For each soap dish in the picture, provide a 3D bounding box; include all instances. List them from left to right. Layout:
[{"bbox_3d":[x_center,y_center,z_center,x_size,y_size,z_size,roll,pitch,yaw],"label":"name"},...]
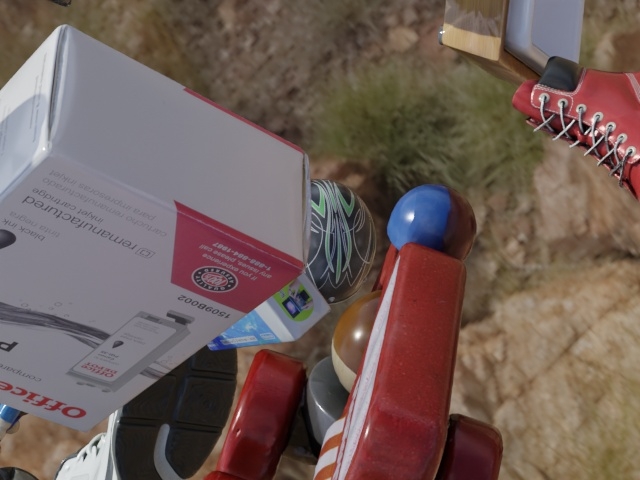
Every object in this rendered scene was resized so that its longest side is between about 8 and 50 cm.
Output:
[{"bbox_3d":[0.240,-0.308,1.690,0.118,0.291,0.229,5,89,21],"label":"soap dish"}]

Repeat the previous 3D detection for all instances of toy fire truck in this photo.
[{"bbox_3d":[0.033,0.107,0.792,0.169,0.254,0.302,20,33,0],"label":"toy fire truck"}]

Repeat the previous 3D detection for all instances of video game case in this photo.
[{"bbox_3d":[-0.133,0.010,1.558,0.061,0.244,0.269,-40,10,-24],"label":"video game case"}]

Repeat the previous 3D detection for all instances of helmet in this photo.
[{"bbox_3d":[0.000,0.000,1.919,0.169,0.169,0.161,-56,18,-4],"label":"helmet"}]

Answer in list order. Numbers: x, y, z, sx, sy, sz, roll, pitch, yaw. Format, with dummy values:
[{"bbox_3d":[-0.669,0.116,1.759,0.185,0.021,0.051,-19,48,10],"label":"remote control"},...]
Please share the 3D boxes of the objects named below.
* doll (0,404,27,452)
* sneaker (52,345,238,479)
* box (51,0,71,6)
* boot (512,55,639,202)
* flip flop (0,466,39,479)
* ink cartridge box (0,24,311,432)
[{"bbox_3d":[-0.277,0.138,1.286,0.189,0.046,0.129,-50,7,41],"label":"doll"},{"bbox_3d":[-0.271,0.265,1.882,0.257,0.169,0.447,20,97,53],"label":"sneaker"},{"bbox_3d":[-0.199,-0.180,0.649,0.147,0.180,0.077,20,93,7],"label":"box"},{"bbox_3d":[0.258,-0.078,1.242,0.176,0.088,0.244,11,40,-1],"label":"boot"},{"bbox_3d":[-0.436,0.354,1.595,0.112,0.277,0.080,45,132,14],"label":"flip flop"},{"bbox_3d":[-0.173,0.008,0.985,0.283,0.207,0.117,-38,39,38],"label":"ink cartridge box"}]
